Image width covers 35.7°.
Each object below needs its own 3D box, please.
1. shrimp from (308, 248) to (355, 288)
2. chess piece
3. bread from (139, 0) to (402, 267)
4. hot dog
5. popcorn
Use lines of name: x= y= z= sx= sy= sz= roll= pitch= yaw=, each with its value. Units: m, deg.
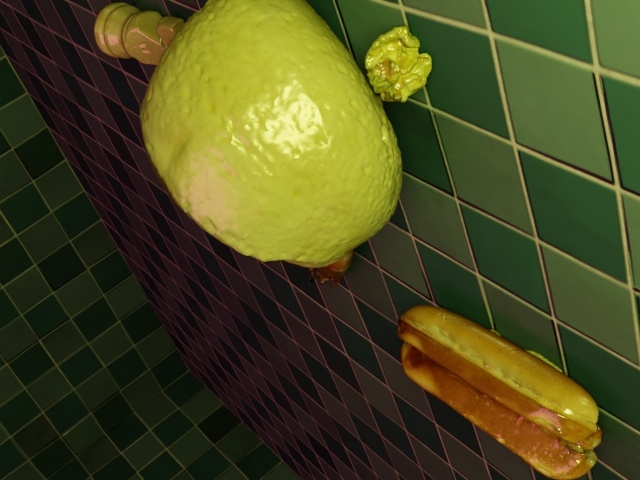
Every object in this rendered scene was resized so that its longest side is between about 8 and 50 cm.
shrimp: x=0.000 y=0.000 z=1.520 sx=0.150 sy=0.068 sz=0.248 roll=58 pitch=161 yaw=28
chess piece: x=-0.265 y=-0.320 z=1.567 sx=0.200 sy=0.090 sz=0.090 roll=21 pitch=145 yaw=40
bread: x=-0.045 y=-0.127 z=1.105 sx=0.320 sy=0.237 sz=0.320 roll=47 pitch=-164 yaw=-18
hot dog: x=0.215 y=0.170 z=1.246 sx=0.337 sy=0.100 sz=0.135 roll=30 pitch=143 yaw=47
popcorn: x=0.075 y=-0.178 z=1.009 sx=0.068 sy=0.059 sz=0.083 roll=38 pitch=148 yaw=38
